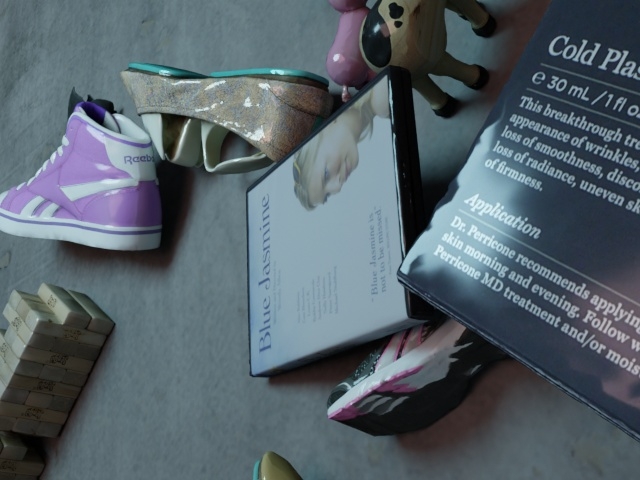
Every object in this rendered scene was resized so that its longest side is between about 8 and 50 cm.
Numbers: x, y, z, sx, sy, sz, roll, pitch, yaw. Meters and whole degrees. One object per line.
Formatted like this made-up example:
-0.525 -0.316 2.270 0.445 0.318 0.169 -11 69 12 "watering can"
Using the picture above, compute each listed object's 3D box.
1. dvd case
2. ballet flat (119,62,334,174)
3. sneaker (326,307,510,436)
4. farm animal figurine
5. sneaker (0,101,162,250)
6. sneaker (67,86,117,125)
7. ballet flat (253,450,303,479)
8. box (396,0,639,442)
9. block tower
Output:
0.000 0.000 0.615 0.253 0.022 0.180 -32 57 56 "dvd case"
-0.118 -0.125 0.801 0.316 0.107 0.106 16 98 47 "ballet flat"
0.078 0.070 0.557 0.178 0.072 0.077 -37 39 17 "sneaker"
0.053 -0.297 0.648 0.327 0.172 0.330 -52 45 15 "farm animal figurine"
-0.287 -0.080 0.918 0.282 0.102 0.161 5 100 35 "sneaker"
-0.293 -0.144 1.014 0.170 0.051 0.089 23 94 50 "sneaker"
0.001 0.262 0.552 0.073 0.080 0.232 -13 63 9 "ballet flat"
0.263 -0.027 0.312 0.343 0.179 0.312 35 100 43 "box"
-0.365 0.216 0.906 0.097 0.091 0.335 29 94 48 "block tower"
